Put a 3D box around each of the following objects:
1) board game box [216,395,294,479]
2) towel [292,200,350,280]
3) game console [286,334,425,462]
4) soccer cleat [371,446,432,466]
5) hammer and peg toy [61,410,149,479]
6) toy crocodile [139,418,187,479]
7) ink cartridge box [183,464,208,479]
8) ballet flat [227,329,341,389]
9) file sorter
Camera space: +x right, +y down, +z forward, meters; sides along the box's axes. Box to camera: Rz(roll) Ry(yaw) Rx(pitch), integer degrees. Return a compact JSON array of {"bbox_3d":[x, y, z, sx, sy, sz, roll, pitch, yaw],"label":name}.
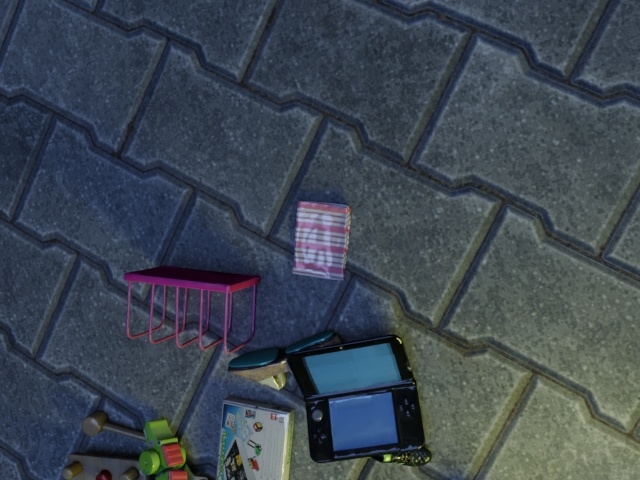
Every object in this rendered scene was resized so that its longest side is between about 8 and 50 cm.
[{"bbox_3d":[-0.178,0.585,1.812,0.193,0.053,0.305,7,95,18],"label":"board game box"},{"bbox_3d":[0.000,0.000,1.747,0.144,0.029,0.197,6,94,17],"label":"towel"},{"bbox_3d":[0.084,0.390,1.647,0.293,0.173,0.250,-12,64,13],"label":"game console"},{"bbox_3d":[0.186,0.536,1.693,0.179,0.072,0.060,3,93,16],"label":"soccer cleat"},{"bbox_3d":[-0.589,0.677,1.898,0.266,0.127,0.361,1,93,16],"label":"hammer and peg toy"},{"bbox_3d":[-0.399,0.639,1.811,0.105,0.115,0.340,-36,59,30],"label":"toy crocodile"},{"bbox_3d":[-0.342,0.755,1.841,0.208,0.045,0.206,41,112,42],"label":"ink cartridge box"},{"bbox_3d":[-0.089,0.325,1.753,0.316,0.107,0.106,-17,101,17],"label":"ballet flat"},{"bbox_3d":[-0.332,0.177,1.764,0.291,0.202,0.182,5,95,16],"label":"file sorter"}]
